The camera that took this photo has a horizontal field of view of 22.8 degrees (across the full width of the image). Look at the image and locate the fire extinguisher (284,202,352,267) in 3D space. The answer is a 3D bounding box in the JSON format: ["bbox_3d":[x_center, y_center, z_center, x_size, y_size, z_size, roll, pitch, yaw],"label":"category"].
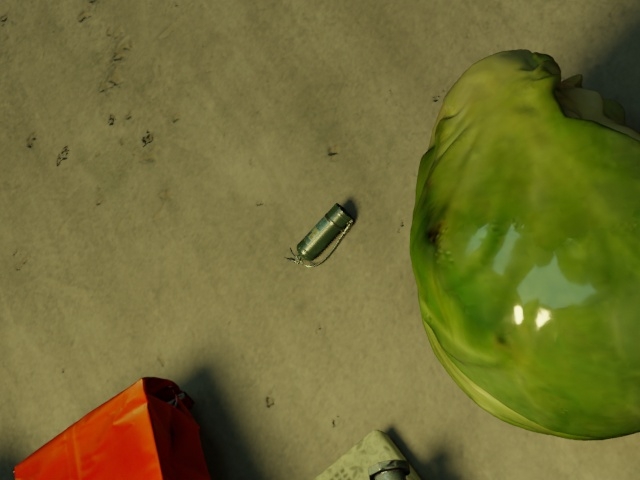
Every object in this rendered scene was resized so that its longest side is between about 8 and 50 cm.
[{"bbox_3d":[0.000,0.000,1.706,0.083,0.025,0.038,-45,73,10],"label":"fire extinguisher"}]

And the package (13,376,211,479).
[{"bbox_3d":[-0.194,0.300,1.575,0.196,0.123,0.423,-34,36,11],"label":"package"}]

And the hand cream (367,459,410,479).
[{"bbox_3d":[0.086,0.324,1.437,0.088,0.055,0.256,-16,65,13],"label":"hand cream"}]

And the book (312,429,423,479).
[{"bbox_3d":[-0.020,0.392,1.501,0.389,0.032,0.269,-42,52,3],"label":"book"}]

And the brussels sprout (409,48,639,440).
[{"bbox_3d":[0.219,0.008,1.378,0.315,0.276,0.371,-45,49,6],"label":"brussels sprout"}]
